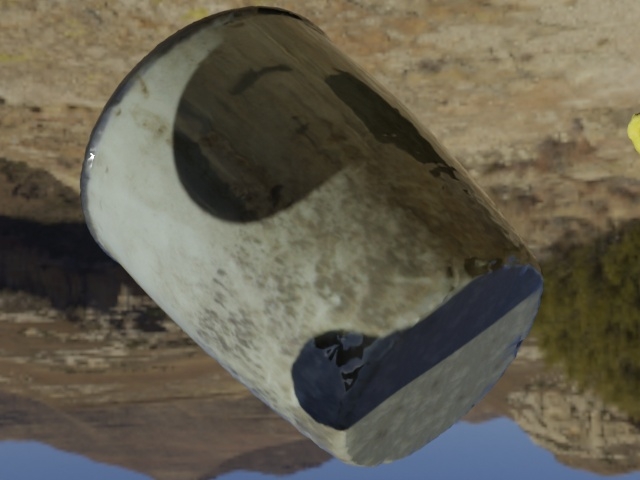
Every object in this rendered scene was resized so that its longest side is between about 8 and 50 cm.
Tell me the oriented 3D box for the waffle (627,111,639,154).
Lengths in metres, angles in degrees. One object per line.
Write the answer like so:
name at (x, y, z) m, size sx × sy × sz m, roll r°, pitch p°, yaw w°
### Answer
waffle at (0.310, 0.000, 0.475) m, size 0.060 × 0.312 × 0.307 m, roll -43°, pitch -156°, yaw -19°

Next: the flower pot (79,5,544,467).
flower pot at (0.000, 0.000, 0.756) m, size 0.293 × 0.294 × 0.330 m, roll 7°, pitch -151°, yaw -50°
